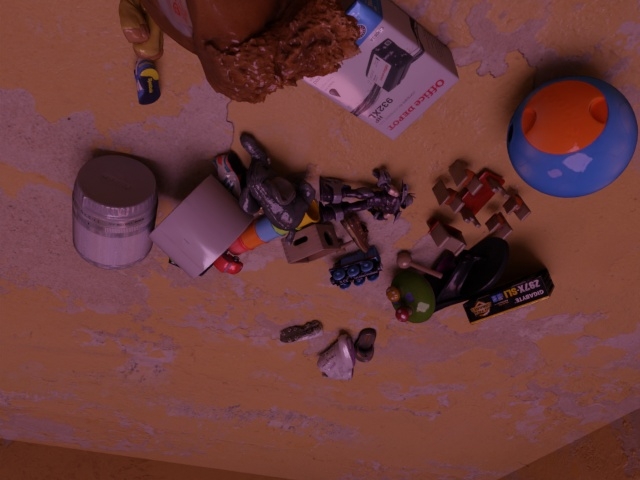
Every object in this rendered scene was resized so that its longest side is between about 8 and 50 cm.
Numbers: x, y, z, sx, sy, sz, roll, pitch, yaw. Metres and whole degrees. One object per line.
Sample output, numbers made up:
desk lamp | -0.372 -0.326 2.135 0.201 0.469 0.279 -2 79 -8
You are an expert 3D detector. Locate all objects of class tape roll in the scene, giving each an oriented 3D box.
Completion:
tape roll | -0.326 -0.039 1.583 0.169 0.246 0.246 46 124 -10

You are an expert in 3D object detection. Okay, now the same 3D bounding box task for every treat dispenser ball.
treat dispenser ball | 0.598 -0.246 1.385 0.288 0.288 0.288 -1 139 -1

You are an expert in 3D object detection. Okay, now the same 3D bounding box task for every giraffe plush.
giraffe plush | -0.321 -0.495 1.190 0.170 0.181 0.210 -14 104 -2

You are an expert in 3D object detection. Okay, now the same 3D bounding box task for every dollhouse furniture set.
dollhouse furniture set | 0.432 -0.094 1.704 0.262 0.135 0.259 23 122 -26

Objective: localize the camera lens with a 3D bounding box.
camera lens | -0.567 -0.070 1.593 0.219 0.219 0.274 11 137 -14

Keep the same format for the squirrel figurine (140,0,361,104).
squirrel figurine | -0.092 -0.468 1.063 0.397 0.370 0.281 58 157 -9

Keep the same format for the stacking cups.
stacking cups | -0.149 -0.039 1.753 0.316 0.096 0.096 -26 134 30

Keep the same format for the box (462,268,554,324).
box | 0.628 0.182 1.904 0.257 0.079 0.322 -23 172 23

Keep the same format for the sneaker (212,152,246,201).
sneaker | -0.249 -0.170 1.610 0.075 0.057 0.161 -1 129 27

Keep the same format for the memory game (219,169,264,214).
memory game | -0.213 -0.135 1.689 0.186 0.012 0.186 -1 138 -1

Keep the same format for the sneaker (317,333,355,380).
sneaker | 0.063 0.486 2.331 0.152 0.114 0.305 -1 139 -3

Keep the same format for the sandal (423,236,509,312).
sandal | 0.421 0.130 1.897 0.107 0.168 0.445 25 133 -33

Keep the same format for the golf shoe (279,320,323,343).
golf shoe | -0.070 0.371 2.236 0.176 0.069 0.086 -15 143 17

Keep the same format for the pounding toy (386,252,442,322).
pounding toy | 0.281 0.179 1.902 0.110 0.183 0.237 -19 130 -39

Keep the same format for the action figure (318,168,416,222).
action figure | 0.139 -0.122 1.660 0.284 0.099 0.185 -1 132 -6

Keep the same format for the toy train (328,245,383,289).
toy train | 0.116 0.092 1.890 0.184 0.105 0.080 -18 132 17

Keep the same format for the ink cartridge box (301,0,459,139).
ink cartridge box | 0.124 -0.402 1.308 0.307 0.129 0.223 27 131 -29

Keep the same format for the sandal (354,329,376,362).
sandal | 0.184 0.437 2.320 0.090 0.060 0.219 4 138 -7

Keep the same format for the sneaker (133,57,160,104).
sneaker | -0.416 -0.380 1.377 0.053 0.059 0.144 -21 164 -26

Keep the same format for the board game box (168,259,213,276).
board game box | -0.392 0.042 1.874 0.126 0.026 0.186 28 131 -30

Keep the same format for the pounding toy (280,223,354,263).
pounding toy | 0.010 -0.003 1.785 0.181 0.094 0.206 -23 170 25

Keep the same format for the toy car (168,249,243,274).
toy car | -0.382 0.030 1.778 0.225 0.053 0.239 -17 111 21

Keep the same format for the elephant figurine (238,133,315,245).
elephant figurine | -0.143 -0.137 1.557 0.169 0.186 0.239 -50 136 10

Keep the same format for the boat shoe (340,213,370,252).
boat shoe | 0.123 -0.022 1.792 0.060 0.064 0.178 -36 140 3
